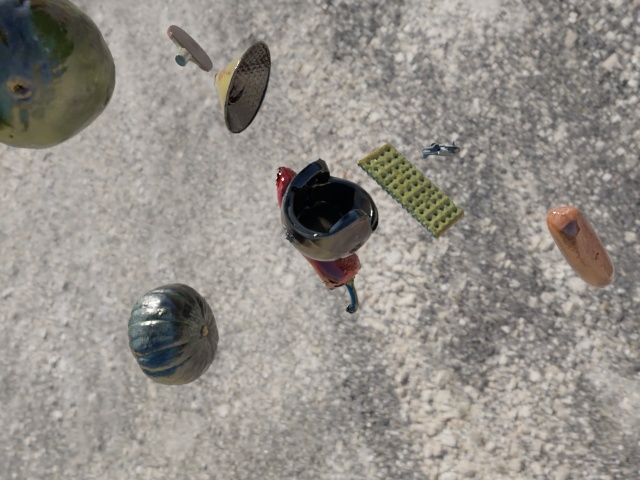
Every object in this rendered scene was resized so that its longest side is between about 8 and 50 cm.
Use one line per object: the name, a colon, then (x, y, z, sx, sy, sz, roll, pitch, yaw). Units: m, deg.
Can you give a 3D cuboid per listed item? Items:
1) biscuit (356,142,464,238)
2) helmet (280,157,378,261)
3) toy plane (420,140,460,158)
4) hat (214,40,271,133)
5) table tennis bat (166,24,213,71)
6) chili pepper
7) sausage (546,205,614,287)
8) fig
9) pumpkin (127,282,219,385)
biscuit: (0.192, -0.109, 1.782, 0.231, 0.139, 0.016, 44, 133, 10)
helmet: (0.016, -0.053, 1.784, 0.189, 0.216, 0.193, 52, 139, 24)
toy plane: (0.240, -0.181, 1.702, 0.078, 0.083, 0.031, -115, 17, -75)
hat: (-0.175, -0.315, 1.696, 0.082, 0.193, 0.193, 21, 88, 15)
table tennis bat: (-0.194, -0.276, 1.240, 0.013, 0.087, 0.156, -41, 18, 14)
chili pepper: (0.000, 0.000, 1.962, 0.110, 0.388, 0.110, -33, 9, 6)
sausage: (0.472, 0.013, 1.538, 0.077, 0.194, 0.077, -31, 28, 19)
fig: (-0.353, -0.215, 1.000, 0.195, 0.195, 0.245, -57, 40, 9)
pumpkin: (-0.313, 0.202, 1.828, 0.161, 0.220, 0.221, -8, 67, 24)
